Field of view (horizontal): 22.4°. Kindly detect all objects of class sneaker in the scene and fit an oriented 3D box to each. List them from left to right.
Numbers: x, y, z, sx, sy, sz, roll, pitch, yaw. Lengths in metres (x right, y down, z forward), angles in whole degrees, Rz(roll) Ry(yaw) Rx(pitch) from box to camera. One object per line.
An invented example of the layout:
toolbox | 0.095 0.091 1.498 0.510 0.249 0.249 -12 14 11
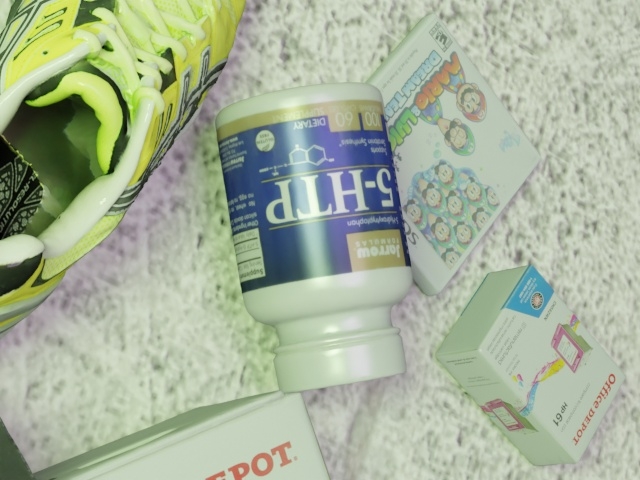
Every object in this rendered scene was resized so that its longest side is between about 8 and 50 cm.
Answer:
sneaker | -0.123 -0.092 0.950 0.145 0.147 0.385 38 60 -22

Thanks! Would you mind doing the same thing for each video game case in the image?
video game case | 0.080 -0.064 1.170 0.143 0.019 0.157 51 56 -17

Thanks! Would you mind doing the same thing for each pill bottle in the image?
pill bottle | 0.000 0.000 1.042 0.112 0.112 0.187 -7 85 -37

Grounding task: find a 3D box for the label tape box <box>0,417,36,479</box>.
label tape box | -0.259 0.145 0.734 0.240 0.106 0.334 -18 61 -38

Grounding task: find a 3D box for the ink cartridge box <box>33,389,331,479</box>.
ink cartridge box | -0.076 0.254 0.928 0.211 0.121 0.289 -19 92 -36

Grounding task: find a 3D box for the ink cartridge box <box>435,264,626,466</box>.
ink cartridge box | 0.155 0.092 1.173 0.122 0.052 0.088 48 57 -20
